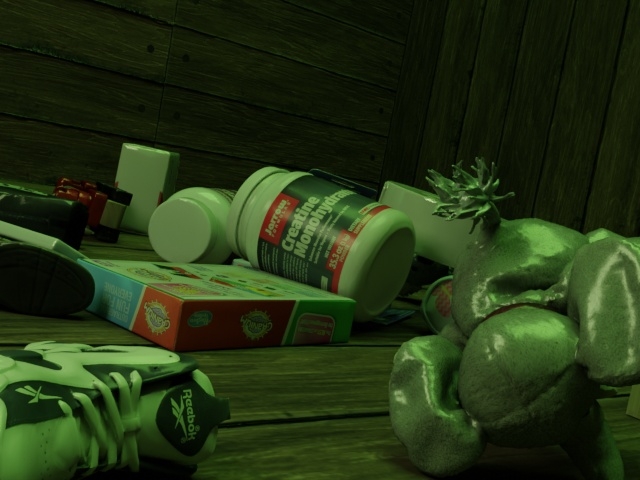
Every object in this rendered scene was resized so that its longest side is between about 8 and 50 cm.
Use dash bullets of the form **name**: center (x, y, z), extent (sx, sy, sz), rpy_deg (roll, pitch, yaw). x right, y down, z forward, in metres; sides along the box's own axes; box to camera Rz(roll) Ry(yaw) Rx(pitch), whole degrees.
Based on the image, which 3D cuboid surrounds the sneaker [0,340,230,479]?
- **sneaker**: center (-0.136, 0.118, 0.506), extent (0.153, 0.094, 0.235), rpy_deg (1, -4, -8)

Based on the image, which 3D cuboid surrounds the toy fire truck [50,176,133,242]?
- **toy fire truck**: center (-0.582, -0.077, 1.735), extent (0.246, 0.158, 0.217), rpy_deg (20, 0, -28)

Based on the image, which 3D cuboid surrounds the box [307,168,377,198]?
- **box**: center (0.001, -0.067, 1.461), extent (0.136, 0.036, 0.225), rpy_deg (19, -22, -17)

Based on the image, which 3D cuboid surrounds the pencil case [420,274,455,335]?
- **pencil case**: center (0.269, 0.111, 1.363), extent (0.124, 0.113, 0.273), rpy_deg (4, 2, 24)

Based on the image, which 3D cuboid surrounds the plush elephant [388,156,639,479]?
- **plush elephant**: center (0.208, 0.104, 0.699), extent (0.272, 0.255, 0.330), rpy_deg (-31, -61, 32)

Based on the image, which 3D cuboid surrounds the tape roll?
- **tape roll**: center (0.237, -0.018, 1.398), extent (0.286, 0.100, 0.286), rpy_deg (18, 9, -3)

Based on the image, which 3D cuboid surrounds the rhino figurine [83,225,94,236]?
- **rhino figurine**: center (-0.565, -0.034, 1.537), extent (0.243, 0.073, 0.106), rpy_deg (13, 1, 10)

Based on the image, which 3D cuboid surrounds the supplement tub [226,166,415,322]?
- **supplement tub**: center (0.000, 0.000, 1.259), extent (0.272, 0.191, 0.191), rpy_deg (24, 11, 29)

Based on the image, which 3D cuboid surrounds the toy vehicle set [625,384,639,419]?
- **toy vehicle set**: center (0.490, 0.104, 1.007), extent (0.166, 0.266, 0.035), rpy_deg (8, 6, -39)

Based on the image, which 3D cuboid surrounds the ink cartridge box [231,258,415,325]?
- **ink cartridge box**: center (0.010, 0.087, 1.425), extent (0.311, 0.065, 0.186), rpy_deg (14, 6, 23)

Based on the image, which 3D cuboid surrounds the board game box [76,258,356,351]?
- **board game box**: center (-0.144, 0.085, 1.072), extent (0.242, 0.064, 0.317), rpy_deg (15, 6, 43)

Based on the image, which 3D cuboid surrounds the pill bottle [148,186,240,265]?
- **pill bottle**: center (-0.232, -0.024, 1.561), extent (0.169, 0.169, 0.301), rpy_deg (11, 5, 10)

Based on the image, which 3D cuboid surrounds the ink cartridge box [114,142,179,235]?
- **ink cartridge box**: center (-0.474, -0.141, 2.085), extent (0.131, 0.226, 0.306), rpy_deg (11, 3, -7)

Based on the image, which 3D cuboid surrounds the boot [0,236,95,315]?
- **boot**: center (-0.406, 0.034, 1.008), extent (0.237, 0.085, 0.178), rpy_deg (11, 2, -9)

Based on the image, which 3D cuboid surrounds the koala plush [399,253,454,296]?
- **koala plush**: center (0.253, 0.057, 1.646), extent (0.221, 0.196, 0.203), rpy_deg (11, -7, 9)

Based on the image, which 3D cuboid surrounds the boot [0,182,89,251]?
- **boot**: center (-0.644, -0.075, 1.390), extent (0.445, 0.146, 0.367), rpy_deg (8, 8, -9)

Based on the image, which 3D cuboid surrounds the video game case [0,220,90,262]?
- **video game case**: center (-0.385, 0.024, 1.123), extent (0.190, 0.022, 0.173), rpy_deg (13, -19, 34)
